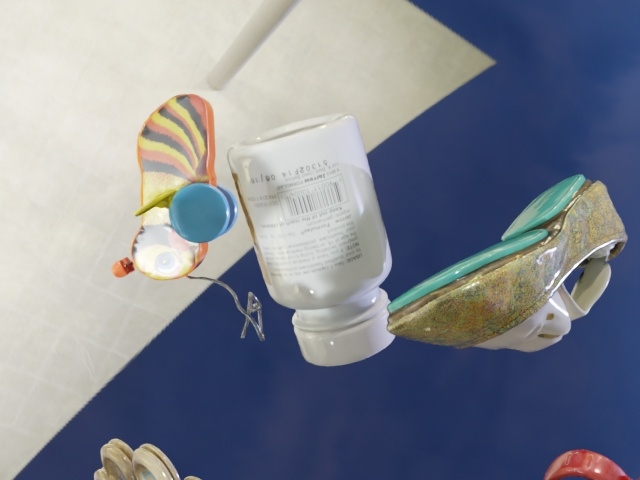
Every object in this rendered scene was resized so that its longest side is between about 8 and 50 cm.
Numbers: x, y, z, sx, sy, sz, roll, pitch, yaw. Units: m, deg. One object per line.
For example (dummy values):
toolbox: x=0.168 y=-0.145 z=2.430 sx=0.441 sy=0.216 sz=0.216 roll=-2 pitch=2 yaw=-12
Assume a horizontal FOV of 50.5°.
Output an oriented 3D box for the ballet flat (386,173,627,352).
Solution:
ballet flat: x=0.195 y=0.035 z=0.623 sx=0.348 sy=0.123 sz=0.123 roll=-28 pitch=-83 yaw=-45

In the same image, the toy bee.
toy bee: x=-0.180 y=-0.017 z=0.814 sx=0.162 sy=0.195 sz=0.299 roll=-12 pitch=-106 yaw=1

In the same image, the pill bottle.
pill bottle: x=0.000 y=0.000 z=0.677 sx=0.131 sy=0.131 sz=0.229 roll=-22 pitch=-74 yaw=-21

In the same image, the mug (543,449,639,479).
mug: x=0.246 y=0.236 z=0.538 sx=0.113 sy=0.169 sz=0.150 roll=-15 pitch=-121 yaw=-27

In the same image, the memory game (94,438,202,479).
memory game: x=-0.076 y=0.200 z=0.399 sx=0.012 sy=0.186 sz=0.186 roll=-30 pitch=-82 yaw=-43
